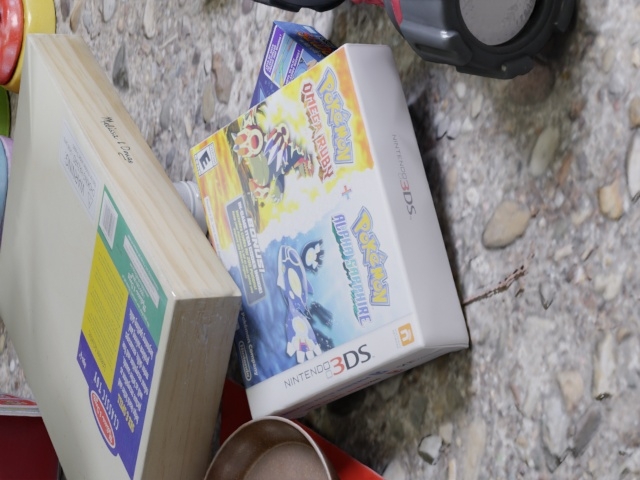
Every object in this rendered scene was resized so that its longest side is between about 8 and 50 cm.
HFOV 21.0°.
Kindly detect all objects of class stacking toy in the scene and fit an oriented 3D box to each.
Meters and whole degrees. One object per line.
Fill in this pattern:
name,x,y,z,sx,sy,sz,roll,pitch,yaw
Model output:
stacking toy,-0.378,-0.098,1.802,0.279,0.130,0.309,-40,52,52

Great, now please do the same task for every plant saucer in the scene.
plant saucer,-0.029,0.202,1.146,0.168,0.029,0.168,-16,70,50

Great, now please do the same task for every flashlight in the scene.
flashlight,0.031,-0.171,1.092,0.103,0.103,0.304,-52,33,-10

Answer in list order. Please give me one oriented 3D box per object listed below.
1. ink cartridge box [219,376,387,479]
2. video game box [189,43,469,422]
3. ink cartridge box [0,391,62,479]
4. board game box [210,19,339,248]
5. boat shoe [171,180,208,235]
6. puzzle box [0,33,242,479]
ink cartridge box,-0.065,0.320,1.220,0.308,0.091,0.385,24,108,59
video game box,0.000,0.000,1.141,0.187,0.048,0.205,-28,71,45
ink cartridge box,-0.411,0.210,1.630,0.272,0.309,0.130,-1,85,61
board game box,-0.021,-0.041,1.248,0.136,0.035,0.201,48,127,52
boat shoe,-0.145,0.033,1.432,0.066,0.063,0.184,60,136,46
puzzle box,-0.173,0.046,1.352,0.409,0.052,0.272,-125,41,-50
